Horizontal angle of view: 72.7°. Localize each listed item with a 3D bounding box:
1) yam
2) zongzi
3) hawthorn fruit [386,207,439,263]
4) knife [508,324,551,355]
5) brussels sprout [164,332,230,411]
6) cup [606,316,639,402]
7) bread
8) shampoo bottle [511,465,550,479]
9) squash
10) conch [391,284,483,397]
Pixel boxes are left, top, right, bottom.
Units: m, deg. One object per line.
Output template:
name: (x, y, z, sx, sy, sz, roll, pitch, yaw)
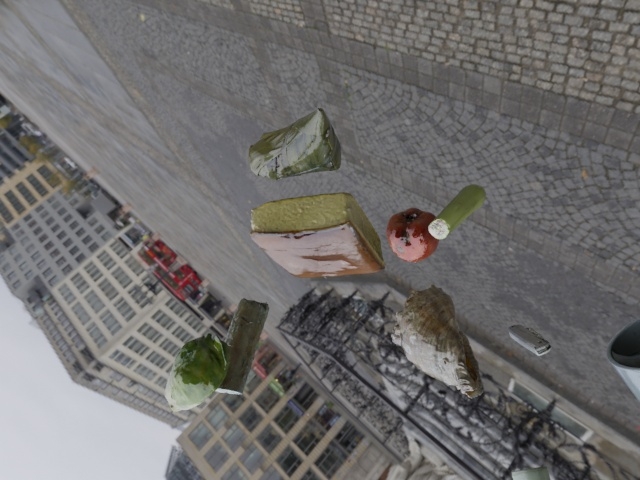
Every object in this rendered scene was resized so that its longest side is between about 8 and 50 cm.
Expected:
yam: (-0.207, 0.270, 1.133, 0.093, 0.259, 0.093, 11, 148, 7)
zongzi: (-0.085, -0.244, 1.091, 0.274, 0.251, 0.125, 36, -136, -77)
hawthorn fruit: (0.360, 0.006, 1.681, 0.208, 0.208, 0.243, 28, 143, 43)
knife: (0.701, 0.328, 1.459, 0.265, 0.073, 0.040, -12, -100, -82)
brussels sprout: (-0.268, 0.285, 0.940, 0.100, 0.181, 0.139, 56, 174, -35)
cup: (0.646, 0.267, 0.685, 0.312, 0.206, 0.205, 56, 164, 4)
bread: (0.000, 0.000, 1.307, 0.324, 0.143, 0.333, -7, 152, 24)
shampoo bottle: (0.699, 0.849, 1.369, 0.087, 0.234, 0.118, 21, 138, -41)
squash: (0.431, -0.096, 1.343, 0.083, 0.250, 0.083, 34, 147, 26)
conch: (0.354, 0.318, 1.329, 0.210, 0.351, 0.297, -29, 140, 31)
